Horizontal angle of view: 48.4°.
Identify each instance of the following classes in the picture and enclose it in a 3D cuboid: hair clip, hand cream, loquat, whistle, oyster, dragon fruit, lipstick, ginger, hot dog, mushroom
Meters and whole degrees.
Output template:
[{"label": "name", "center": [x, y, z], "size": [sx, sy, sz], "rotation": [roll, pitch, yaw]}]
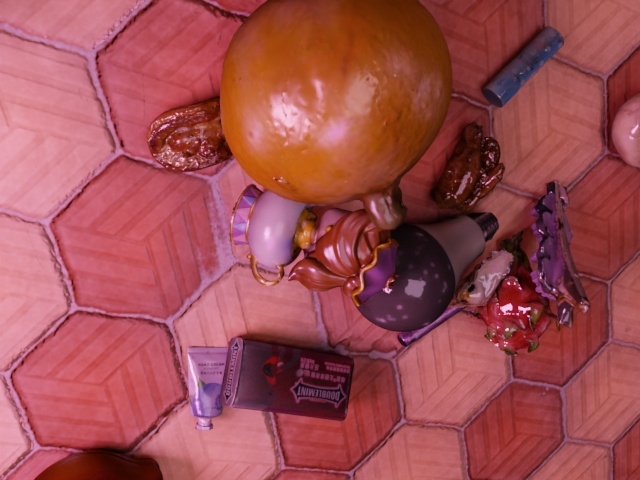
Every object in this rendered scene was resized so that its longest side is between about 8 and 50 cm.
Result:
[{"label": "hair clip", "center": [0.436, 0.015, 1.305], "size": [0.106, 0.084, 0.292], "rotation": [20, 57, -26]}, {"label": "hand cream", "center": [-0.190, 0.251, 1.206], "size": [0.084, 0.053, 0.142], "rotation": [4, 96, -28]}, {"label": "loquat", "center": [0.026, -0.179, 0.975], "size": [0.329, 0.328, 0.359], "rotation": [-22, 89, -14]}, {"label": "whistle", "center": [0.222, 0.143, 1.345], "size": [0.177, 0.033, 0.033], "rotation": [-32, 117, -9]}, {"label": "oyster", "center": [0.295, 0.071, 1.282], "size": [0.122, 0.045, 0.146], "rotation": [-12, 133, -11]}, {"label": "dragon fruit", "center": [0.377, 0.103, 1.348], "size": [0.137, 0.135, 0.235], "rotation": [15, 79, -35]}, {"label": "lipstick", "center": [0.353, -0.302, 1.236], "size": [0.158, 0.048, 0.048], "rotation": [-45, 118, -3]}, {"label": "ginger", "center": [0.271, -0.119, 1.251], "size": [0.103, 0.073, 0.162], "rotation": [19, 99, -28]}, {"label": "hot dog", "center": [-0.183, -0.158, 1.054], "size": [0.147, 0.065, 0.099], "rotation": [-19, 120, -18]}, {"label": "mushroom", "center": [0.629, -0.210, 1.343], "size": [0.154, 0.122, 0.154], "rotation": [-9, 109, -27]}]

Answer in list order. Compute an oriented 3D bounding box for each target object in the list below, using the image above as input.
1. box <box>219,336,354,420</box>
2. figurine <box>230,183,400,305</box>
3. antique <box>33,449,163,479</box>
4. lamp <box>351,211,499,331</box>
[{"label": "box", "center": [-0.054, 0.240, 1.228], "size": [0.224, 0.069, 0.120], "rotation": [16, 77, -28]}, {"label": "figurine", "center": [0.000, 0.000, 1.083], "size": [0.264, 0.142, 0.189], "rotation": [19, 79, 12]}, {"label": "antique", "center": [-0.383, 0.452, 1.147], "size": [0.278, 0.129, 0.223], "rotation": [-7, 108, -23]}, {"label": "lamp", "center": [0.174, 0.034, 1.243], "size": [0.314, 0.182, 0.181], "rotation": [-37, 124, -45]}]
